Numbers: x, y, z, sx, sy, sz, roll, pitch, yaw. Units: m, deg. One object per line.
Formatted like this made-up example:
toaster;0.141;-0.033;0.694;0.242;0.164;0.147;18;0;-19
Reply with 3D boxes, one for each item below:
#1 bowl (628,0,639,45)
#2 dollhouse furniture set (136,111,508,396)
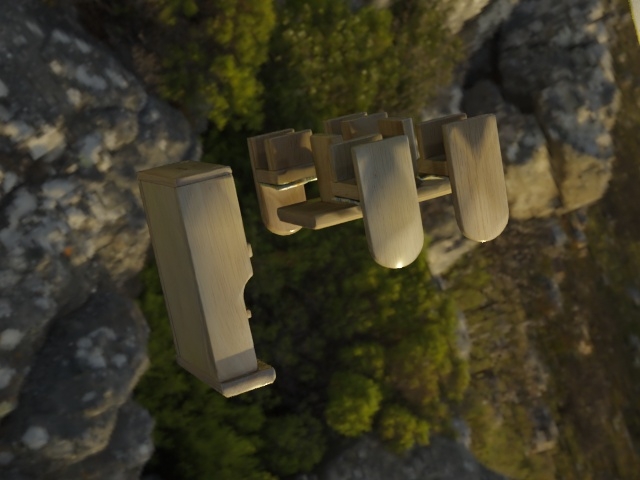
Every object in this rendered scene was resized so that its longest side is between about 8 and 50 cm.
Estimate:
bowl;0.245;-0.175;0.622;0.170;0.080;0.170;-7;98;-53
dollhouse furniture set;0.000;0.000;0.838;0.242;0.212;0.161;-16;103;-23
